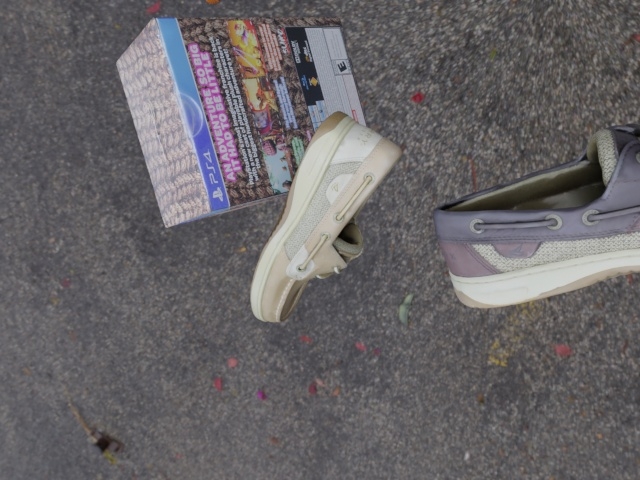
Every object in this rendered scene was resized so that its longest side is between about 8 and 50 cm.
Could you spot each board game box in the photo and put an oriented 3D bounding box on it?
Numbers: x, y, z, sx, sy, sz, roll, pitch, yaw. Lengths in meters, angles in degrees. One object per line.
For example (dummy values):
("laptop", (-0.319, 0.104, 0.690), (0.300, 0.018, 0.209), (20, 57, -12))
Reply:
("board game box", (-0.090, -0.169, 0.764), (0.141, 0.291, 0.232), (-11, 95, 52))

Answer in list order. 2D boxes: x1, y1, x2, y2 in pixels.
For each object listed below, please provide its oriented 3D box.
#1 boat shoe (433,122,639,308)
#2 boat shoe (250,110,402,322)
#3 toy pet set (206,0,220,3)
("boat shoe", (0.217, -0.036, 0.393), (0.285, 0.103, 0.092), (-22, 110, 25))
("boat shoe", (0.000, 0.000, 0.654), (0.098, 0.109, 0.302), (30, 123, 8))
("toy pet set", (-0.184, -0.346, 0.687), (0.114, 0.122, 0.065), (19, 102, 50))
